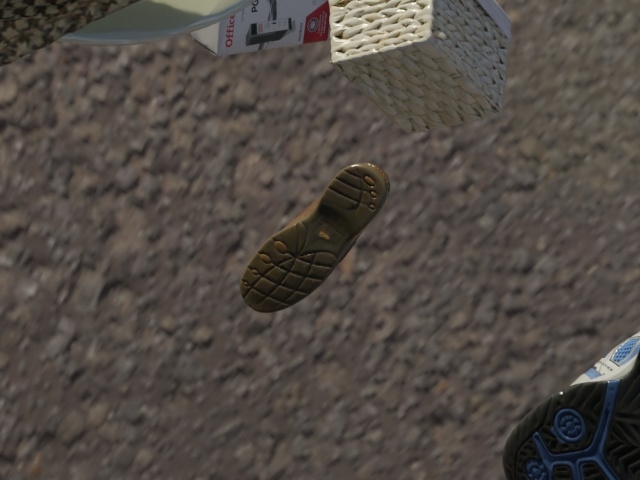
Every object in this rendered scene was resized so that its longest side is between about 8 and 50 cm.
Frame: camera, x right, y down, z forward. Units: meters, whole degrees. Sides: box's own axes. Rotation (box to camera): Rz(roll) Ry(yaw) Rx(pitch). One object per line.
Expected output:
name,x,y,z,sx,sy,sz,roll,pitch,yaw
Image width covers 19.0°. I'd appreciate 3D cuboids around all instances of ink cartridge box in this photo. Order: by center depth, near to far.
ink cartridge box,-0.058,-0.248,1.943,0.135,0.099,0.056,-13,34,-30

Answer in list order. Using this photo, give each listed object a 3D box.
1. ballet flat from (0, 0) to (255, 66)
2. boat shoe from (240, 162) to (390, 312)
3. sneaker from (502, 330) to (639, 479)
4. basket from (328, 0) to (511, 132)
ballet flat,0.015,-0.167,0.616,0.483,0.182,0.164,-24,62,-7
boat shoe,0.000,-0.001,1.756,0.064,0.060,0.178,46,105,6
sneaker,0.198,0.098,1.144,0.080,0.211,0.081,56,31,9
basket,0.090,-0.177,1.700,0.167,0.113,0.103,36,50,-52
